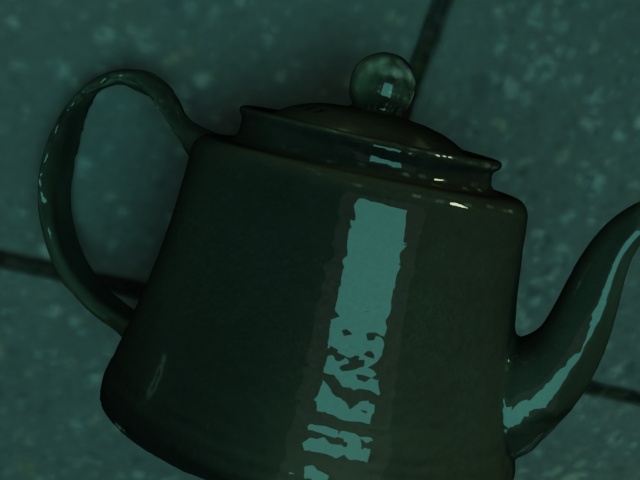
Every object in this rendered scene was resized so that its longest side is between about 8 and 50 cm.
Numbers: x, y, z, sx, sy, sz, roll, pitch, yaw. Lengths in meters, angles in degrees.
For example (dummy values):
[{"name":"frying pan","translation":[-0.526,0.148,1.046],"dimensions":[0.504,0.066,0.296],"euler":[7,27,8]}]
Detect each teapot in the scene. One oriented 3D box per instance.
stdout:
[{"name":"teapot","translation":[0.000,0.000,0.372],"dimensions":[0.239,0.162,0.149],"euler":[15,100,15]}]
